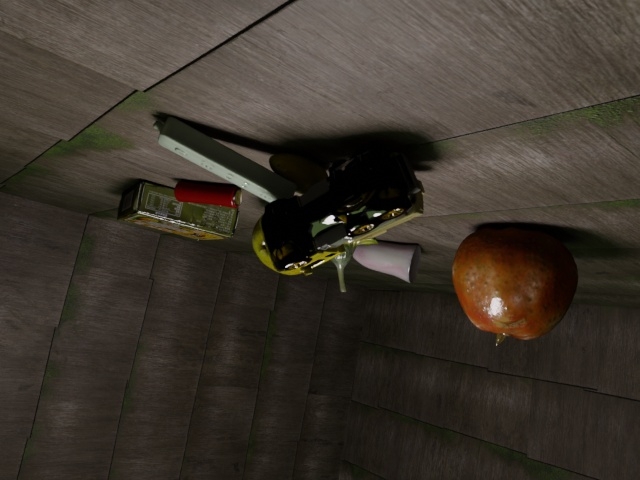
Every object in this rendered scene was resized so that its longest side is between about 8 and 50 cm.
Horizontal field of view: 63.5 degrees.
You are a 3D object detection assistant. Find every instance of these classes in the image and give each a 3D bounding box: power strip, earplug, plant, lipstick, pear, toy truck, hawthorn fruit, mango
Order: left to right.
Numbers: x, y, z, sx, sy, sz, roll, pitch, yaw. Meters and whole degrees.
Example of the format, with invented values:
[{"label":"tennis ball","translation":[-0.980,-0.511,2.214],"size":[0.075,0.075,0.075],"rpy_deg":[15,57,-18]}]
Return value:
[{"label":"lipstick","translation":[-0.398,-0.164,1.834],"size":[0.241,0.080,0.080],"rpy_deg":[8,170,16]},{"label":"power strip","translation":[-0.242,-0.196,1.311],"size":[0.385,0.063,0.091],"rpy_deg":[27,165,-17]},{"label":"pear","translation":[-0.113,-0.007,1.895],"size":[0.294,0.295,0.294],"rpy_deg":[10,171,2]},{"label":"mango","translation":[-0.049,-0.174,1.378],"size":[0.122,0.086,0.191],"rpy_deg":[14,173,31]},{"label":"plant","translation":[0.080,0.028,2.158],"size":[0.305,0.297,0.261],"rpy_deg":[-3,-154,-19]},{"label":"toy truck","translation":[0.062,-0.066,1.269],"size":[0.405,0.181,0.254],"rpy_deg":[-28,160,25]},{"label":"earplug","translation":[0.283,0.073,2.326],"size":[0.301,0.173,0.172],"rpy_deg":[13,173,25]},{"label":"hawthorn fruit","translation":[0.625,0.154,1.719],"size":[0.402,0.403,0.403],"rpy_deg":[10,171,2]}]

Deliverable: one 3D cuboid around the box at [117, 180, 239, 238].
[{"label":"box","translation":[-0.610,-0.113,2.189],"size":[0.420,0.138,0.373],"rpy_deg":[17,168,-31]}]
